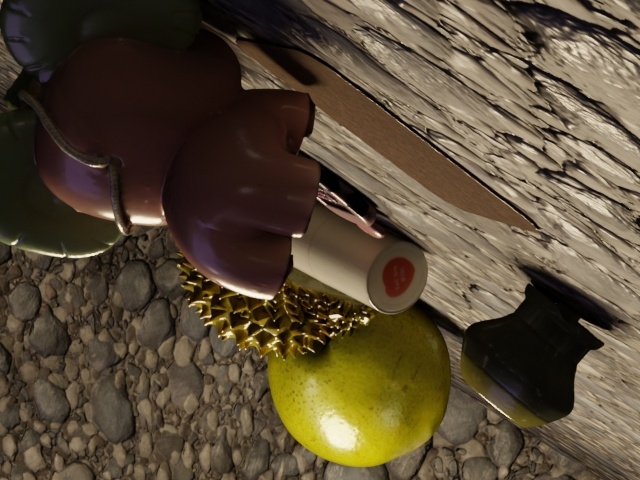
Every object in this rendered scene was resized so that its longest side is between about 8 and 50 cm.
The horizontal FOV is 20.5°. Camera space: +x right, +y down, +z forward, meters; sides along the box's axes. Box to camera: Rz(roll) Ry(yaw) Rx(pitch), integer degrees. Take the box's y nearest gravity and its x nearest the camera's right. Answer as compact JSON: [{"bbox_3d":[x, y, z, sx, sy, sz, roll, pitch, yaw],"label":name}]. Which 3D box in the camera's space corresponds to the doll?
[{"bbox_3d":[-0.147,-0.083,1.425,0.268,0.284,0.216,13,-148,-14],"label":"doll"}]

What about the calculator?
[{"bbox_3d":[0.009,-0.055,1.914,0.166,0.024,0.103,38,172,-28],"label":"calculator"}]

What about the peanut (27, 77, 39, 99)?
[{"bbox_3d":[-0.183,-0.112,1.730,0.192,0.170,0.387,28,176,-20],"label":"peanut"}]

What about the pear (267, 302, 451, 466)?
[{"bbox_3d":[0.052,0.189,2.594,0.294,0.294,0.294,32,175,3],"label":"pear"}]

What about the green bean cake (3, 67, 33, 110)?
[{"bbox_3d":[-0.317,-0.166,2.430,0.185,0.094,0.183,37,173,-39],"label":"green bean cake"}]

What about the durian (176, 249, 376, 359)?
[{"bbox_3d":[-0.077,0.050,2.335,0.306,0.166,0.172,34,134,16],"label":"durian"}]

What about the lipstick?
[{"bbox_3d":[0.000,0.000,2.116,0.087,0.087,0.327,37,174,-36],"label":"lipstick"}]

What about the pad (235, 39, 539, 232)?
[{"bbox_3d":[0.054,-0.086,1.461,0.266,0.002,0.176,35,174,-25],"label":"pad"}]

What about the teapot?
[{"bbox_3d":[0.209,0.113,1.756,0.130,0.119,0.165,40,-176,7],"label":"teapot"}]
